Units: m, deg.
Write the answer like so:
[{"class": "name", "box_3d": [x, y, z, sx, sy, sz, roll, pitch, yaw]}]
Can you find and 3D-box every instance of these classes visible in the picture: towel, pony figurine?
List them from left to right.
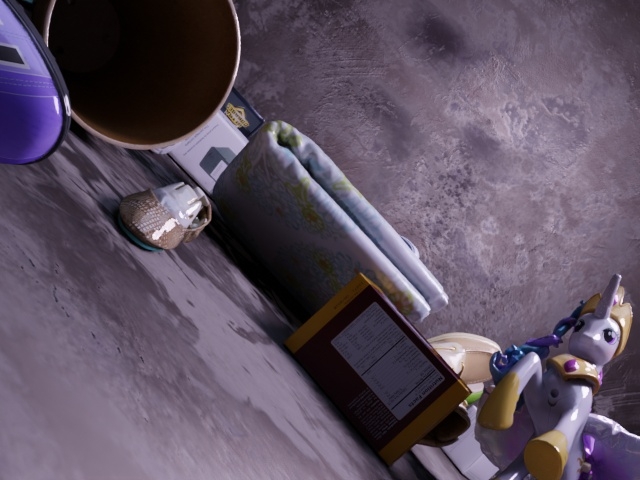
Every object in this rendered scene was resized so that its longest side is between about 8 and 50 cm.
[{"class": "towel", "box_3d": [0.000, 0.000, 1.300, 0.374, 0.090, 0.320, 47, -25, -6]}, {"class": "pony figurine", "box_3d": [0.297, 0.254, 1.017, 0.303, 0.363, 0.351, 16, -58, 31]}]

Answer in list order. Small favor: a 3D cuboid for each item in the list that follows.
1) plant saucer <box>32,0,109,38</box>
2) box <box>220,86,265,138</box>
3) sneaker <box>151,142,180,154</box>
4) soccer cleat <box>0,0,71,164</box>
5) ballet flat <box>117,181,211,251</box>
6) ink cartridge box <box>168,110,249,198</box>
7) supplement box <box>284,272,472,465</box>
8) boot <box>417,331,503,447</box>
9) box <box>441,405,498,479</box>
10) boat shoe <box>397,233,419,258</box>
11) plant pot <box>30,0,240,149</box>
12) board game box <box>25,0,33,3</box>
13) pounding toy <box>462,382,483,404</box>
[{"class": "plant saucer", "box_3d": [-0.317, -0.301, 1.330, 0.311, 0.050, 0.310, 29, -12, 7]}, {"class": "box", "box_3d": [-0.255, -0.278, 1.772, 0.220, 0.175, 0.051, 48, 1, -7]}, {"class": "sneaker", "box_3d": [-0.311, -0.230, 1.290, 0.115, 0.090, 0.232, 39, -11, 38]}, {"class": "soccer cleat", "box_3d": [-0.275, -0.149, 0.443, 0.318, 0.109, 0.116, 48, 22, -20]}, {"class": "ballet flat", "box_3d": [-0.153, -0.033, 0.852, 0.073, 0.067, 0.206, 48, 3, -4]}, {"class": "ink cartridge box", "box_3d": [-0.190, -0.158, 1.601, 0.289, 0.121, 0.211, 47, 3, -18]}, {"class": "supplement box", "box_3d": [0.082, 0.165, 1.060, 0.194, 0.129, 0.191, 48, 2, 15]}, {"class": "boot", "box_3d": [0.196, 0.228, 1.274, 0.262, 0.095, 0.203, 4, 22, -19]}, {"class": "box", "box_3d": [0.292, 0.385, 1.539, 0.087, 0.102, 0.101, 47, 1, 42]}, {"class": "boat shoe", "box_3d": [0.073, -0.011, 1.332, 0.183, 0.065, 0.083, 28, -13, 39]}, {"class": "plant pot", "box_3d": [-0.263, -0.256, 1.035, 0.237, 0.237, 0.254, 46, -11, -37]}, {"class": "board game box", "box_3d": [-0.437, -0.413, 1.486, 0.160, 0.047, 0.210, 21, 5, -2]}, {"class": "pounding toy", "box_3d": [0.164, 0.270, 1.481, 0.237, 0.110, 0.183, 18, 9, 11]}]
